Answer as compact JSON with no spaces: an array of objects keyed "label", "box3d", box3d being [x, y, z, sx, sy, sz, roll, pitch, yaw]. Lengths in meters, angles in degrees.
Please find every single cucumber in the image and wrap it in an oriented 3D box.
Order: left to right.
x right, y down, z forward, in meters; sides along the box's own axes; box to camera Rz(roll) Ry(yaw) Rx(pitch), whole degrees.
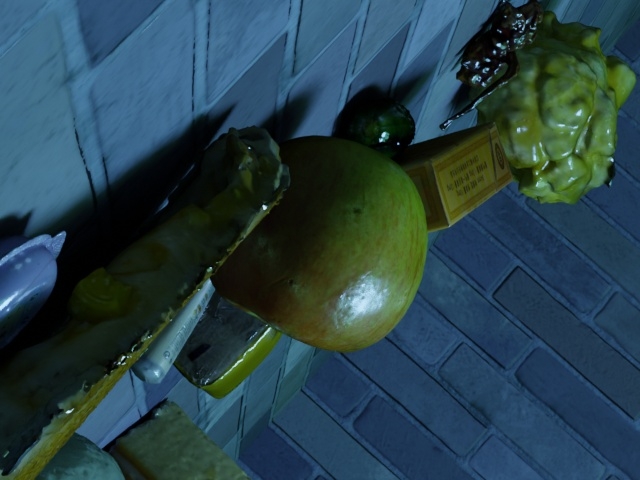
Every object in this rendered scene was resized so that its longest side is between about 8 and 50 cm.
[{"label":"cucumber","box3d":[0.065,-0.113,1.888,0.069,0.069,0.227,-50,177,8]}]

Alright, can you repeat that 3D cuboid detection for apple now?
[{"label":"apple","box3d":[0.000,0.000,1.591,0.196,0.196,0.196,-48,173,-8]}]

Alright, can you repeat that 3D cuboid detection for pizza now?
[{"label":"pizza","box3d":[-0.208,0.123,1.318,0.392,0.080,0.435,-48,179,35]}]

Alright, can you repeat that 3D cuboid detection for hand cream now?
[{"label":"hand cream","box3d":[-0.137,0.076,1.799,0.143,0.039,0.061,-56,170,-24]}]

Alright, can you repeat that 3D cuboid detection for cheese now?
[{"label":"cheese","box3d":[-0.220,0.053,1.105,0.191,0.042,0.105,-40,168,-39]}]

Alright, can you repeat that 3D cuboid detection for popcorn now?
[{"label":"popcorn","box3d":[0.302,-0.173,2.438,0.286,0.215,0.252,35,64,-84]}]

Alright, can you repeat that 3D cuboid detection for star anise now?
[{"label":"star anise","box3d":[0.196,-0.207,2.163,0.191,0.070,0.097,-46,175,-3]}]

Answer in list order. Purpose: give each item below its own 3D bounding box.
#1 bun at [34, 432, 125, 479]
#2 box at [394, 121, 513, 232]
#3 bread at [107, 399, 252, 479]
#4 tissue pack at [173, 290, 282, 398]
[{"label":"bun","box3d":[-0.259,0.240,1.569,0.195,0.118,0.195,-43,176,-4]},{"label":"box","box3d":[0.086,-0.053,1.953,0.174,0.076,0.274,-14,-174,21]},{"label":"bread","box3d":[-0.177,0.391,2.085,0.345,0.405,0.242,-21,144,-49]},{"label":"tissue pack","box3d":[-0.100,0.102,1.940,0.120,0.082,0.169,-47,173,-6]}]
